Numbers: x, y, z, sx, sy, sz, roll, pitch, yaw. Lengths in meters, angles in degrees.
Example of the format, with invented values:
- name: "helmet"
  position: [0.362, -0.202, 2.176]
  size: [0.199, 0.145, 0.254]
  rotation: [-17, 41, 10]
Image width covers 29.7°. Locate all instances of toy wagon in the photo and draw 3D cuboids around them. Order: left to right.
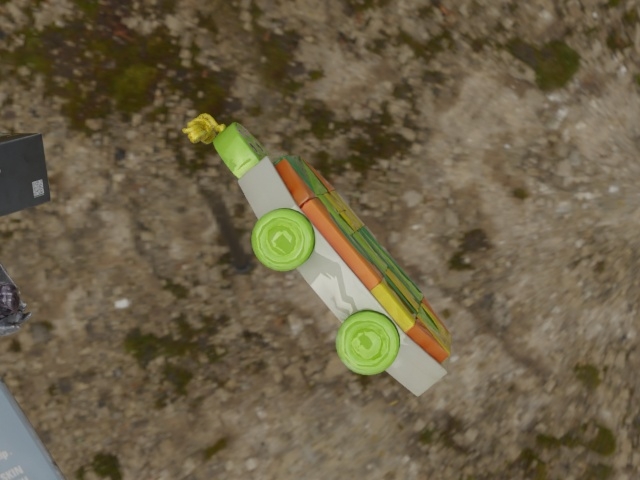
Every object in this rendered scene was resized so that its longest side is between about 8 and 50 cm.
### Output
- name: "toy wagon"
  position: [0.000, 0.000, 1.177]
  size: [0.068, 0.267, 0.344]
  rotation: [-39, 89, 9]

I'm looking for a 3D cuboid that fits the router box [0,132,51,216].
- name: "router box"
  position: [-0.474, -0.049, 1.238]
  size: [0.243, 0.309, 0.081]
  rotation: [4, 107, 32]

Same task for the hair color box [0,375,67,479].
- name: "hair color box"
  position: [-0.157, 0.165, 0.468]
  size: [0.374, 0.114, 0.185]
  rotation: [54, 139, 14]

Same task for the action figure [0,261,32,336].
- name: "action figure"
  position: [-0.316, 0.023, 0.943]
  size: [0.185, 0.285, 0.099]
  rotation: [42, 114, -12]
